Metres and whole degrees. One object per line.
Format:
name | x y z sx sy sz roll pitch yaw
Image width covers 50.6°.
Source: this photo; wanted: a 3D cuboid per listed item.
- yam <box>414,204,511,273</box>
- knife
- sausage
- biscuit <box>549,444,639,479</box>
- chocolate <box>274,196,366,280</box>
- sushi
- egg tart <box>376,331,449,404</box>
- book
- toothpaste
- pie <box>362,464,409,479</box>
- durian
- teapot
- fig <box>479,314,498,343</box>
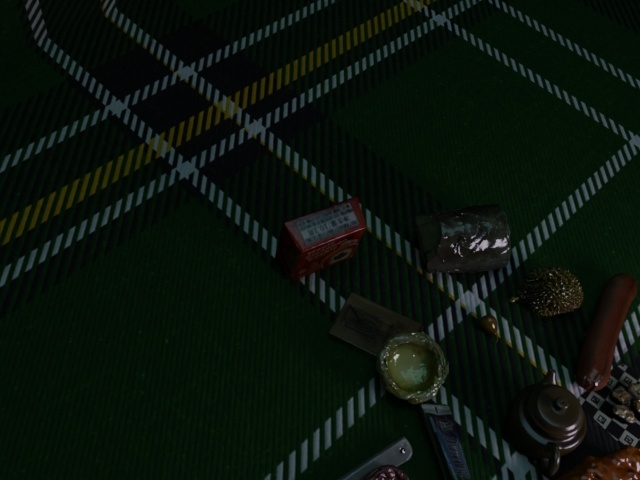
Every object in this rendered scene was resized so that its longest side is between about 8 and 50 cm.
yam | 0.422 -0.010 2.025 0.271 0.201 0.202 -8 53 -4
knife | 0.116 0.570 1.638 0.266 0.040 0.073 -29 72 -25
sausage | 0.809 0.256 1.919 0.094 0.094 0.419 -6 39 45
biscuit | 0.705 0.659 1.588 0.318 0.110 0.312 -18 55 -19
chocolate | 0.000 0.000 1.943 0.237 0.235 0.108 -19 68 -20
sushi | 0.828 0.436 1.815 0.210 0.040 0.192 -30 61 -26
egg tart | 0.233 0.329 1.778 0.197 0.078 0.197 3 79 -14
book | 0.154 0.252 1.890 0.231 0.026 0.161 24 54 12
toothpaste | 0.332 0.575 1.640 0.099 0.061 0.392 11 47 -30
pie | 0.153 0.608 1.592 0.154 0.038 0.153 7 65 -16
durian | 0.646 0.149 1.955 0.208 0.102 0.146 -11 89 18
teapot | 0.573 0.452 1.692 0.186 0.175 0.267 8 52 3
fig | 0.482 0.251 1.919 0.050 0.050 0.083 -15 73 -17
